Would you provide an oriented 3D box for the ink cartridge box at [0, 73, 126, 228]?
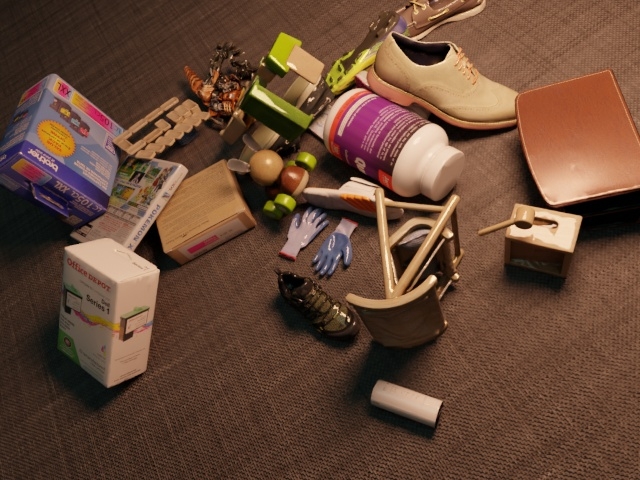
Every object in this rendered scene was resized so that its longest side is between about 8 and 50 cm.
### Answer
[{"bbox_3d":[-0.713,-0.222,1.469,0.151,0.270,0.395,-23,49,25],"label":"ink cartridge box"}]

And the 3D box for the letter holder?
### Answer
[{"bbox_3d":[0.546,-0.182,1.148,0.214,0.152,0.302,-11,60,14],"label":"letter holder"}]

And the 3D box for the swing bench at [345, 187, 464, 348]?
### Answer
[{"bbox_3d":[0.182,0.071,1.071,0.165,0.253,0.254,8,66,21],"label":"swing bench"}]

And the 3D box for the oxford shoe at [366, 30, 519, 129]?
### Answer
[{"bbox_3d":[0.315,-0.374,1.258,0.397,0.146,0.140,13,55,-7],"label":"oxford shoe"}]

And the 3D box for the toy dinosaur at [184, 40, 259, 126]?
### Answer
[{"bbox_3d":[-0.293,-0.459,1.575,0.322,0.164,0.218,31,92,7],"label":"toy dinosaur"}]

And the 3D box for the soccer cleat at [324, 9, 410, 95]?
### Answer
[{"bbox_3d":[0.130,-0.497,1.480,0.289,0.121,0.093,-44,48,16],"label":"soccer cleat"}]

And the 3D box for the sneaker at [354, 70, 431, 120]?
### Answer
[{"bbox_3d":[0.199,-0.381,1.401,0.252,0.103,0.111,39,76,24],"label":"sneaker"}]

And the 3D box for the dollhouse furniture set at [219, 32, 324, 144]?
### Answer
[{"bbox_3d":[-0.120,-0.345,1.350,0.151,0.301,0.197,29,70,-18],"label":"dollhouse furniture set"}]

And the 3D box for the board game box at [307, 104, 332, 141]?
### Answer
[{"bbox_3d":[0.022,-0.317,1.464,0.090,0.020,0.090,-43,59,-7],"label":"board game box"}]

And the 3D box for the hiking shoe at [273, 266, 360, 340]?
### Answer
[{"bbox_3d":[-0.016,0.141,1.180,0.227,0.114,0.086,28,75,28],"label":"hiking shoe"}]

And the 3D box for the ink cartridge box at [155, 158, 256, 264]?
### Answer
[{"bbox_3d":[-0.309,-0.075,1.403,0.235,0.088,0.193,-27,58,4],"label":"ink cartridge box"}]

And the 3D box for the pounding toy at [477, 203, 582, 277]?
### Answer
[{"bbox_3d":[0.419,-0.027,1.073,0.181,0.206,0.094,15,69,25],"label":"pounding toy"}]

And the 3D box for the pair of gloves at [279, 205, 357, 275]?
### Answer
[{"bbox_3d":[0.000,0.000,1.304,0.198,0.023,0.159,23,74,28],"label":"pair of gloves"}]

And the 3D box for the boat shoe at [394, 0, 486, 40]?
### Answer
[{"bbox_3d":[0.304,-0.651,1.502,0.324,0.097,0.116,-19,59,8],"label":"boat shoe"}]

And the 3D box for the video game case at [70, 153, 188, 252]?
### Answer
[{"bbox_3d":[-0.528,-0.097,1.452,0.329,0.036,0.300,17,71,46],"label":"video game case"}]

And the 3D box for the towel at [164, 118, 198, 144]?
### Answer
[{"bbox_3d":[-0.421,-0.336,1.613,0.067,0.029,0.119,-38,60,-6],"label":"towel"}]

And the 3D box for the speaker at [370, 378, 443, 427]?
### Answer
[{"bbox_3d":[0.171,0.322,1.059,0.136,0.055,0.055,13,68,23],"label":"speaker"}]

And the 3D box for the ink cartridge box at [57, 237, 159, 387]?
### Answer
[{"bbox_3d":[-0.497,0.162,1.241,0.201,0.117,0.278,25,113,27],"label":"ink cartridge box"}]

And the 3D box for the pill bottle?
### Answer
[{"bbox_3d":[0.172,-0.223,1.271,0.323,0.181,0.181,36,79,30],"label":"pill bottle"}]

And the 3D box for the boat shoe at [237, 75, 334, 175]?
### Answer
[{"bbox_3d":[-0.087,-0.293,1.431,0.340,0.113,0.127,-54,35,1],"label":"boat shoe"}]

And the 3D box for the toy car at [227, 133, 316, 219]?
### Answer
[{"bbox_3d":[-0.133,-0.170,1.320,0.149,0.188,0.155,-20,42,62],"label":"toy car"}]

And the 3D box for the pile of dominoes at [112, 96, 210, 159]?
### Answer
[{"bbox_3d":[-0.454,-0.316,1.554,0.251,0.040,0.196,-42,51,-17],"label":"pile of dominoes"}]

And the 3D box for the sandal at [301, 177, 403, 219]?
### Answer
[{"bbox_3d":[0.077,-0.117,1.293,0.265,0.102,0.076,12,71,25],"label":"sandal"}]
